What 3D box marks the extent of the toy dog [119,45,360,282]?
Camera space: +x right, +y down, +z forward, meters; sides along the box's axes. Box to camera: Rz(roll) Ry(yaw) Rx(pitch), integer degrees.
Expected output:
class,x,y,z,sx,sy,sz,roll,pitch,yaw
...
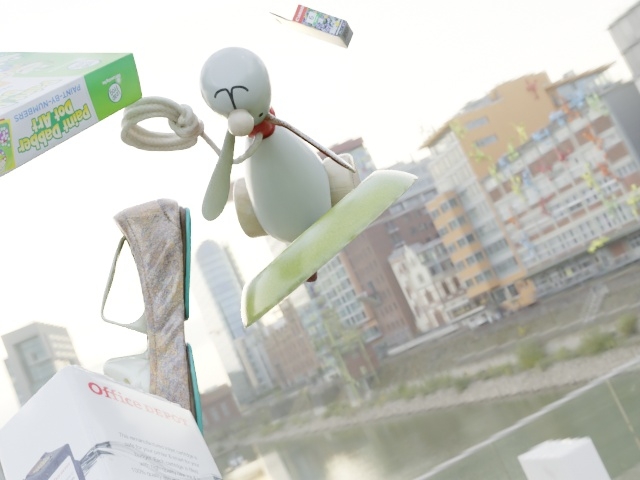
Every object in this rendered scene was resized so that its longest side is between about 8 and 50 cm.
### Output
class,x,y,z,sx,sy,sz,roll,pitch,yaw
toy dog,-0.053,-0.060,0.910,0.220,0.161,0.333,-25,-29,27

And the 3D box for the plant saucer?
class,x,y,z,sx,sy,sz,roll,pitch,yaw
plant saucer,0.000,0.000,0.840,0.241,0.037,0.241,-42,2,1

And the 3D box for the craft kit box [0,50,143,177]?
class,x,y,z,sx,sy,sz,roll,pitch,yaw
craft kit box,-0.344,-0.124,0.763,0.246,0.061,0.250,9,31,22

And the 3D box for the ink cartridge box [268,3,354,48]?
class,x,y,z,sx,sy,sz,roll,pitch,yaw
ink cartridge box,-0.012,-0.317,1.160,0.029,0.115,0.063,-68,-12,2

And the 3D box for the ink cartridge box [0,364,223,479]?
class,x,y,z,sx,sy,sz,roll,pitch,yaw
ink cartridge box,-0.155,0.240,0.675,0.100,0.237,0.172,-43,-40,7

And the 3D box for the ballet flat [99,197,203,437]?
class,x,y,z,sx,sy,sz,roll,pitch,yaw
ballet flat,-0.195,0.109,0.906,0.106,0.316,0.107,-2,-12,-16
